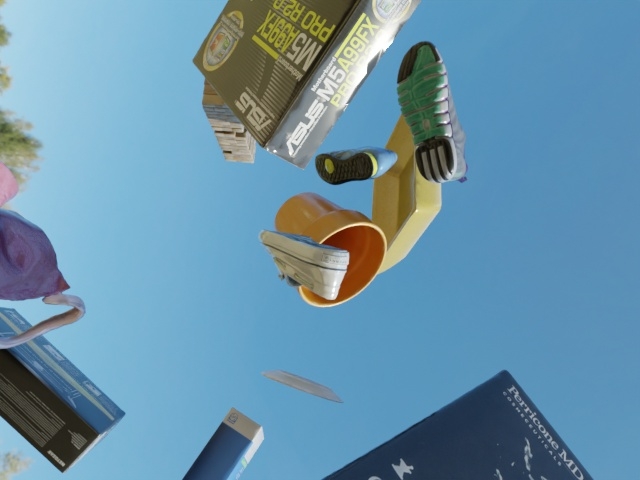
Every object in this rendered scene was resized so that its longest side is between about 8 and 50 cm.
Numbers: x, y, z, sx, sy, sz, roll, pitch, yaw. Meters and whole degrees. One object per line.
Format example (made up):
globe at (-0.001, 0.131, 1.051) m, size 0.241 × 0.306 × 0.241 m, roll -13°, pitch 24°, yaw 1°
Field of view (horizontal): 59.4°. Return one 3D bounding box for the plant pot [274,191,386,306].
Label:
plant pot at (0.000, 0.000, 1.160) m, size 0.188 × 0.205 × 0.205 m, roll 48°, pitch -63°, yaw 42°

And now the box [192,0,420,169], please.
box at (-0.033, -0.236, 0.629) m, size 0.216 × 0.060 × 0.270 m, roll -53°, pitch -138°, yaw 15°

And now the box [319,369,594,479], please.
box at (0.191, 0.493, 0.715) m, size 0.480 × 0.472 × 0.297 m, roll 55°, pitch -52°, yaw 23°

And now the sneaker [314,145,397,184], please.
sneaker at (0.071, -0.158, 1.159) m, size 0.209 × 0.082 × 0.069 m, roll 6°, pitch -66°, yaw 53°

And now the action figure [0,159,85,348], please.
action figure at (-0.423, 0.022, 0.589) m, size 0.275 × 0.248 × 0.370 m, roll 63°, pitch -20°, yaw -6°

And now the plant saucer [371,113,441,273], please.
plant saucer at (0.199, -0.120, 1.299) m, size 0.333 × 0.081 × 0.332 m, roll 113°, pitch -16°, yaw -60°

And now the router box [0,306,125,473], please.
router box at (-0.494, 0.242, 0.969) m, size 0.081 × 0.309 × 0.243 m, roll -47°, pitch 180°, yaw -13°

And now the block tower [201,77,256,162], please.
block tower at (-0.248, -0.332, 1.559) m, size 0.335 × 0.097 × 0.090 m, roll 89°, pitch 6°, yaw -71°

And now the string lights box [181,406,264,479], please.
string lights box at (-0.213, 0.467, 1.088) m, size 0.077 × 0.259 × 0.133 m, roll 30°, pitch -27°, yaw 12°

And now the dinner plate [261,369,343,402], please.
dinner plate at (-0.027, 0.231, 0.904) m, size 0.141 × 0.141 × 0.017 m, roll 10°, pitch -106°, yaw 46°

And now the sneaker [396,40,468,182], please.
sneaker at (0.183, -0.197, 0.888) m, size 0.083 × 0.098 × 0.223 m, roll -10°, pitch -96°, yaw 38°

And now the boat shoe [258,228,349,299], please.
boat shoe at (-0.040, 0.032, 0.837) m, size 0.226 × 0.083 × 0.075 m, roll 19°, pitch -81°, yaw 63°
